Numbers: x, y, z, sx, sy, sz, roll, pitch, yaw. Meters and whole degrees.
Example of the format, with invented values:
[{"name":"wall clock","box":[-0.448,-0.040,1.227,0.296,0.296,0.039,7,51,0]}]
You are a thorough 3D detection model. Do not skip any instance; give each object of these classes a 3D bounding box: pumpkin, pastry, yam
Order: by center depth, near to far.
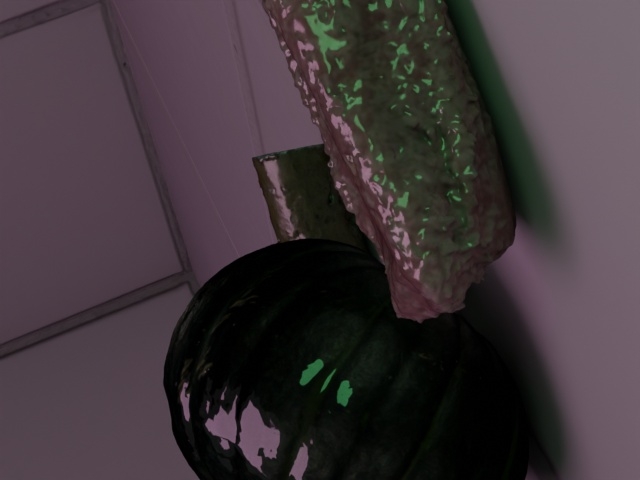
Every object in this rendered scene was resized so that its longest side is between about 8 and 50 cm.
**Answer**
[{"name":"pastry","box":[0.022,-0.092,0.681,0.265,0.112,0.103,57,172,2]},{"name":"pumpkin","box":[0.025,0.096,0.858,0.250,0.216,0.250,36,180,0]},{"name":"yam","box":[0.000,0.000,1.109,0.078,0.078,0.179,-142,31,-72]}]
